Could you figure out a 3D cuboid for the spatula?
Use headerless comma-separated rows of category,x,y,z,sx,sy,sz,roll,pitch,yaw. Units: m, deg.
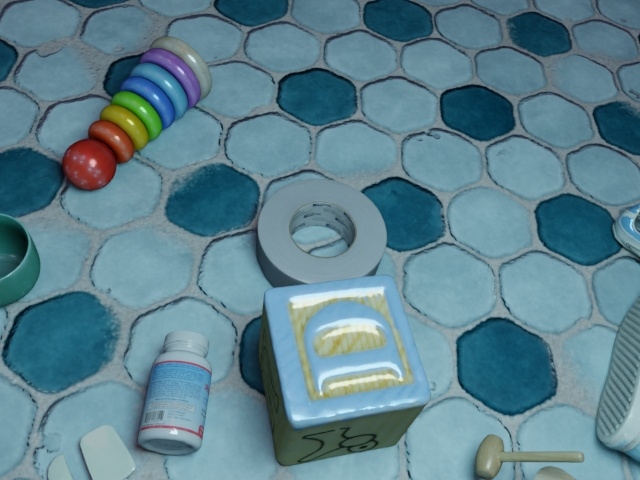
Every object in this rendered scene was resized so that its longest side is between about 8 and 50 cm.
spatula,-0.296,0.378,0.815,0.168,0.019,0.242,-27,64,-25

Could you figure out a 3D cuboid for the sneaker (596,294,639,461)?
sneaker,0.564,0.199,1.009,0.150,0.135,0.366,32,66,4

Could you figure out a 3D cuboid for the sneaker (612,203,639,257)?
sneaker,0.645,0.030,1.151,0.085,0.086,0.237,-33,68,-28

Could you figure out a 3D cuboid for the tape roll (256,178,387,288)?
tape roll,0.000,0.000,1.082,0.219,0.072,0.219,4,56,-5

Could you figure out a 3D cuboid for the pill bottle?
pill bottle,-0.202,0.214,0.898,0.087,0.087,0.160,6,56,-4

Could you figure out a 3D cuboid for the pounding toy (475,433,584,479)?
pounding toy,0.310,0.373,0.813,0.270,0.154,0.154,23,55,24

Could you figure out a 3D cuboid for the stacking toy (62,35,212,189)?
stacking toy,-0.346,-0.225,1.154,0.141,0.141,0.330,29,61,11

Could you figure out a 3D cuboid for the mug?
mug,-0.506,0.027,0.973,0.130,0.097,0.157,-19,60,-19

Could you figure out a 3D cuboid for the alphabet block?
alphabet block,0.021,0.184,0.886,0.193,0.197,0.193,-5,57,-12
